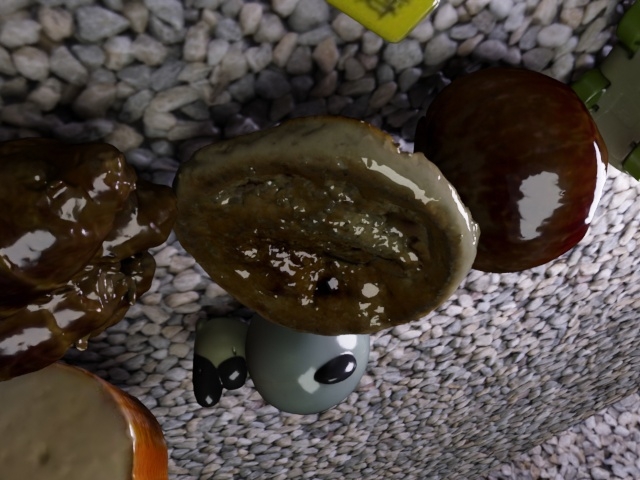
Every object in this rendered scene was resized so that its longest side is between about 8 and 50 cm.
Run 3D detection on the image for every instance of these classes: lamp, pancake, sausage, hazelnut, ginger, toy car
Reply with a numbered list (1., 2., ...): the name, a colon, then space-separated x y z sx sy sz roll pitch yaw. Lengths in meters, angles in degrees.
1. lamp: -0.051 0.152 1.115 0.244 0.198 0.198 -10 147 15
2. pancake: 0.001 -0.002 0.891 0.356 0.065 0.356 8 142 7
3. sausage: -0.327 0.285 1.030 0.233 0.233 0.287 -16 165 -9
4. hazelnut: 0.212 -0.079 0.903 0.218 0.234 0.218 -14 -178 1
5. ginger: -0.290 0.023 0.837 0.274 0.152 0.357 -2 142 -26
6. toy car: 0.439 -0.191 0.978 0.235 0.145 0.235 -29 156 -15

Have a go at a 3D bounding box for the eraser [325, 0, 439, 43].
1. eraser: -0.014 -0.256 0.613 0.226 0.158 0.069 19 126 -43
